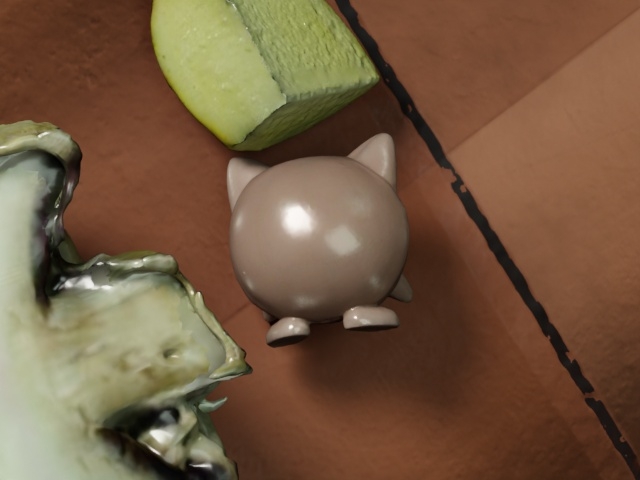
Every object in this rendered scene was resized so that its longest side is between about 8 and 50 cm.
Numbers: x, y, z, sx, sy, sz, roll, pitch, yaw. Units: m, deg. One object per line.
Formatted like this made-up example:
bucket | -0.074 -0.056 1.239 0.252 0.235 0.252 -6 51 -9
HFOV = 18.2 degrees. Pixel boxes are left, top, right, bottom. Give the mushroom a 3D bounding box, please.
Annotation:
mushroom | -0.176 0.073 1.228 0.189 0.164 0.267 -42 104 -19

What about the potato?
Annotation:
potato | -0.047 -0.139 1.376 0.120 0.081 0.149 -13 70 -55

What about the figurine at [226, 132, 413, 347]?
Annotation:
figurine | 0.000 0.000 1.345 0.125 0.125 0.138 1 71 -24
